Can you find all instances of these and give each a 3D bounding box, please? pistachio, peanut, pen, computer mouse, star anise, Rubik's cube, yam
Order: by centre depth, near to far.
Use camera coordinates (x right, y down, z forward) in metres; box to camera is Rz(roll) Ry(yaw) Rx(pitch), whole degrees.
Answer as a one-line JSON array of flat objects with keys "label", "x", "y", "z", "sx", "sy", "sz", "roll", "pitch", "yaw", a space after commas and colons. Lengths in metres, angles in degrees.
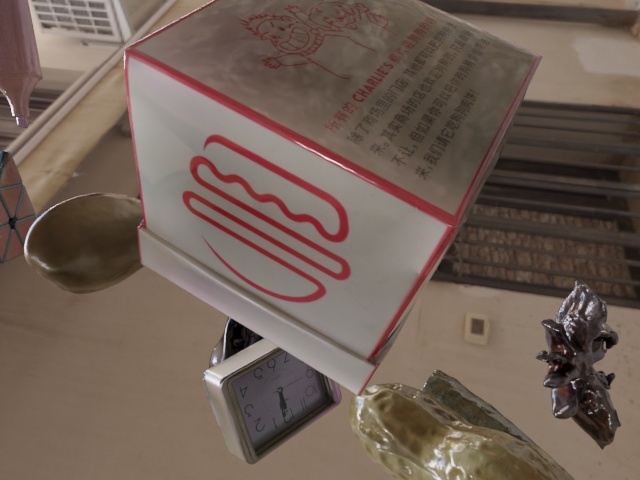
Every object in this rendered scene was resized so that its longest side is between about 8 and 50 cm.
[{"label": "pen", "x": -0.323, "y": -0.216, "z": 0.524, "sx": 0.032, "sy": 0.053, "sz": 0.197, "roll": -152, "pitch": 57, "yaw": -76}, {"label": "peanut", "x": 0.160, "y": 0.263, "z": 0.609, "sx": 0.120, "sy": 0.298, "sz": 0.136, "roll": -51, "pitch": -39, "yaw": -25}, {"label": "pistachio", "x": -0.276, "y": 0.002, "z": 0.638, "sx": 0.185, "sy": 0.108, "sz": 0.126, "roll": -16, "pitch": -65, "yaw": -54}, {"label": "star anise", "x": 0.465, "y": 0.207, "z": 0.893, "sx": 0.110, "sy": 0.198, "sz": 0.257, "roll": -15, "pitch": 47, "yaw": 53}, {"label": "yam", "x": 0.288, "y": 0.362, "z": 0.899, "sx": 0.133, "sy": 0.330, "sz": 0.133, "roll": -18, "pitch": -57, "yaw": -30}, {"label": "computer mouse", "x": -0.190, "y": 0.272, "z": 1.246, "sx": 0.096, "sy": 0.137, "sz": 0.233, "roll": -137, "pitch": 62, "yaw": -65}, {"label": "Rubik's cube", "x": -0.830, "y": -0.050, "z": 1.261, "sx": 0.229, "sy": 0.233, "sz": 0.228, "roll": -39, "pitch": -76, "yaw": -37}]

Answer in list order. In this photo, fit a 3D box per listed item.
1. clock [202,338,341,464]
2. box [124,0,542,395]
[{"label": "clock", "x": -0.069, "y": 0.233, "z": 0.796, "sx": 0.192, "sy": 0.071, "sz": 0.147, "roll": -23, "pitch": -76, "yaw": -35}, {"label": "box", "x": 0.012, "y": -0.080, "z": 0.567, "sx": 0.314, "sy": 0.312, "sz": 0.300, "roll": -53, "pitch": -12, "yaw": -38}]
